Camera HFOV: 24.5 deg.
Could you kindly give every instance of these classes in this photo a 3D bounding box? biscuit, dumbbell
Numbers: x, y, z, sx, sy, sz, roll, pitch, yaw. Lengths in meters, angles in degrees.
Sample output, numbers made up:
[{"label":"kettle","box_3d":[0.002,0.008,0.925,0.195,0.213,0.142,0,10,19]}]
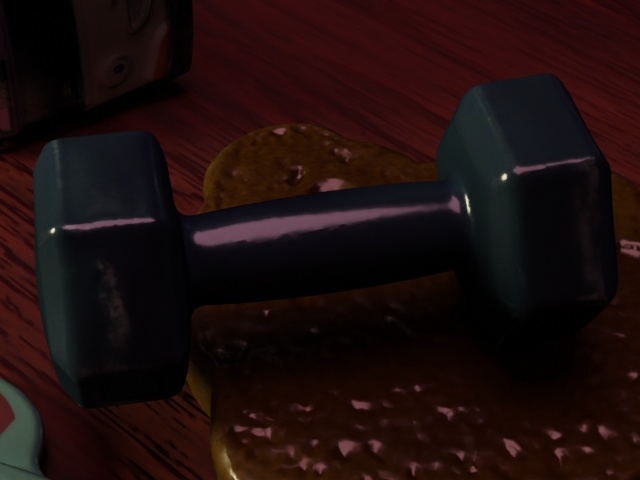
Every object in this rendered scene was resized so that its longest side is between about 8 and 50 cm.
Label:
[{"label":"biscuit","box_3d":[0.064,0.046,0.925,0.359,0.074,0.381,-22,44,-25]},{"label":"dumbbell","box_3d":[0.000,0.001,0.827,0.316,0.156,0.143,-8,14,-9]}]

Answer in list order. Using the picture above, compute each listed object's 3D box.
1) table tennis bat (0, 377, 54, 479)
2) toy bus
[{"label":"table tennis bat","box_3d":[-0.201,0.137,0.840,0.244,0.040,0.153,15,41,22]},{"label":"toy bus","box_3d":[-0.315,-0.263,1.173,0.249,0.209,0.440,-30,49,-30]}]
